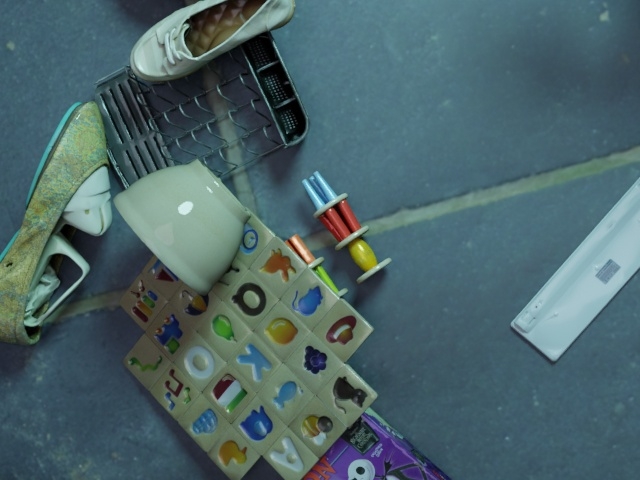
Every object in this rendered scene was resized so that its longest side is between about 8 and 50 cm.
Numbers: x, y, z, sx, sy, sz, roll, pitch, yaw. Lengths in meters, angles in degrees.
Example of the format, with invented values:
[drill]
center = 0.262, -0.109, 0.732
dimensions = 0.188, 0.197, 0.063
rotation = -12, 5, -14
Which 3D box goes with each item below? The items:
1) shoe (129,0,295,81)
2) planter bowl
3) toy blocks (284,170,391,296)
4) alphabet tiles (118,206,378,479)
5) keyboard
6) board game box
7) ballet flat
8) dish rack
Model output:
[shoe]
center = -0.138, -0.254, 1.096
dimensions = 0.219, 0.058, 0.076
rotation = -22, 89, 13
[planter bowl]
center = -0.154, -0.029, 1.103
dimensions = 0.109, 0.162, 0.162
rotation = -43, 85, 1
[toy blocks]
center = 0.000, 0.000, 1.162
dimensions = 0.123, 0.054, 0.148
rotation = -35, 85, 12
[alphabet tiles]
center = -0.101, 0.136, 1.174
dimensions = 0.342, 0.011, 0.285
rotation = 44, 107, 14
[keyboard]
center = 0.344, 0.032, 1.123
dimensions = 0.072, 0.014, 0.256
rotation = 40, 99, 1
[board game box]
center = 0.017, 0.402, 1.187
dimensions = 0.208, 0.056, 0.347
rotation = 41, 99, 10
[ballet flat]
center = -0.339, -0.010, 1.196
dimensions = 0.123, 0.123, 0.348
rotation = 33, 103, 7
[dish rack]
center = -0.162, -0.169, 1.172
dimensions = 0.272, 0.074, 0.208
rotation = -25, 88, 11
